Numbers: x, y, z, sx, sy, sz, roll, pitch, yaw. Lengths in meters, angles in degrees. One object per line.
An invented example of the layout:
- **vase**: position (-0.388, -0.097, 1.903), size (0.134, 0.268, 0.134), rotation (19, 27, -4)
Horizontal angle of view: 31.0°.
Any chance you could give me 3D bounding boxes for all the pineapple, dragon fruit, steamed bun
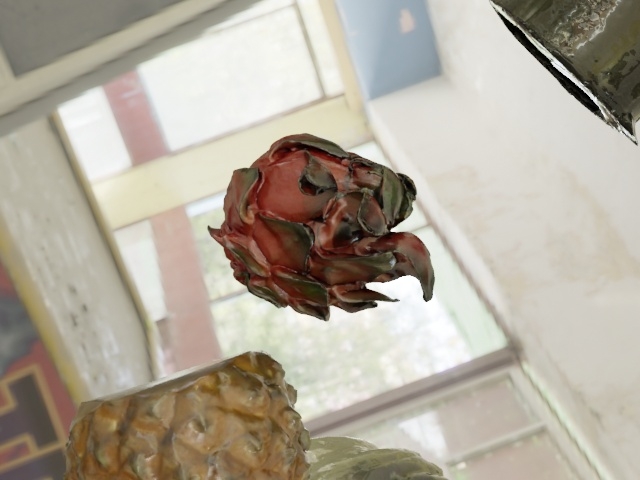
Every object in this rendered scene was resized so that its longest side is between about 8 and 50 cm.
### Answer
- **pineapple**: position (-0.059, 0.248, 0.736), size (0.169, 0.169, 0.340), rotation (98, -22, -84)
- **dragon fruit**: position (-0.002, -0.006, 0.731), size (0.130, 0.142, 0.121), rotation (-40, 122, -59)
- **steamed bun**: position (0.070, 0.371, 1.387), size (0.206, 0.320, 0.275), rotation (-44, -152, 51)

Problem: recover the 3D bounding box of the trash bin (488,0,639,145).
- **trash bin**: position (0.324, -0.279, 1.115), size (0.252, 0.301, 0.203), rotation (45, 10, 21)
